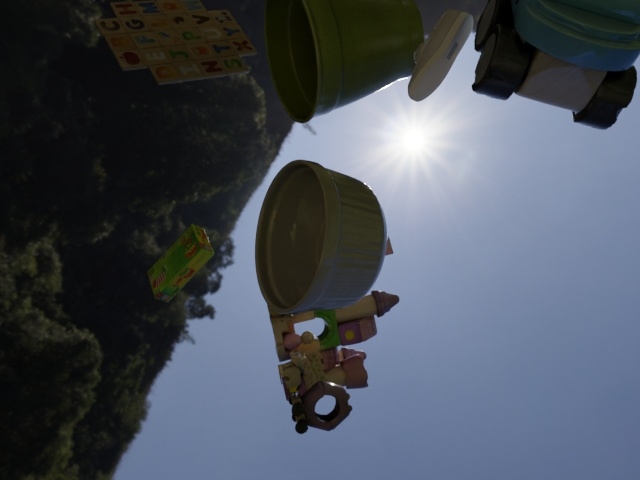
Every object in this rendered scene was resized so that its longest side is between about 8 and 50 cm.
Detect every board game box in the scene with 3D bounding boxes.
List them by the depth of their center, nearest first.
[{"bbox_3d":[-0.345,0.056,1.431,0.181,0.043,0.092,-44,-130,16],"label":"board game box"}]

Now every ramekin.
[{"bbox_3d":[0.000,0.000,0.801,0.207,0.108,0.207,-21,-115,56],"label":"ramekin"}]

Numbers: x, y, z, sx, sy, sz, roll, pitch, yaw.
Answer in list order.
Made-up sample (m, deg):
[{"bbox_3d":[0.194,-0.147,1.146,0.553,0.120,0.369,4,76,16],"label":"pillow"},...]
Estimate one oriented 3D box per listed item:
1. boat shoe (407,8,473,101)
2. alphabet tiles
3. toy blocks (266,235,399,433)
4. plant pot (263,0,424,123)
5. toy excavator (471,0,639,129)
[{"bbox_3d":[0.208,-0.346,1.078,0.063,0.066,0.184,35,-80,34],"label":"boat shoe"},{"bbox_3d":[-0.335,-0.482,1.383,0.342,0.011,0.285,-19,-116,-31],"label":"alphabet tiles"},{"bbox_3d":[0.038,0.158,1.103,0.259,0.289,0.309,-11,-175,-8],"label":"toy blocks"},{"bbox_3d":[0.075,-0.535,1.578,0.352,0.367,0.366,-17,-153,-20],"label":"plant pot"},{"bbox_3d":[0.422,-0.463,0.882,0.433,0.222,0.445,-75,-177,-45],"label":"toy excavator"}]
